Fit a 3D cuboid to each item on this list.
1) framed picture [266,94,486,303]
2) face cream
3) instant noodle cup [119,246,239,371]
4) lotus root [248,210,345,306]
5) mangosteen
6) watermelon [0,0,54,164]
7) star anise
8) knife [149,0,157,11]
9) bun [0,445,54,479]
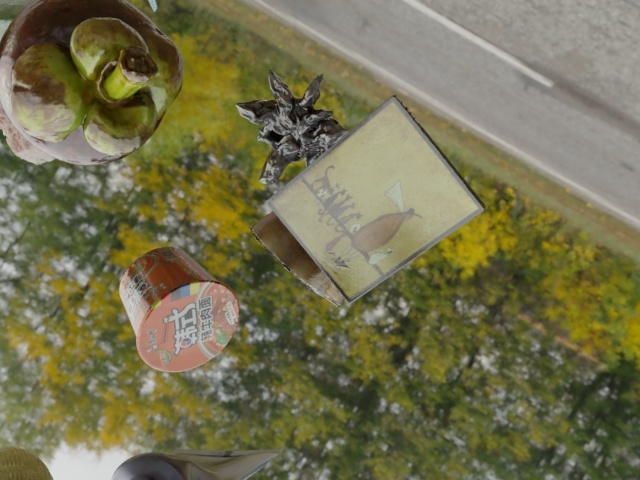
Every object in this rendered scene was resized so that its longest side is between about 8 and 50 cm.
[{"bbox_3d":[0.091,-0.064,1.538,0.255,0.338,0.014,51,-149,-4],"label":"framed picture"},{"bbox_3d":[-0.240,0.420,1.539,0.234,0.137,0.420,-6,178,15],"label":"face cream"},{"bbox_3d":[-0.334,0.144,1.948,0.250,0.250,0.192,29,-168,-45],"label":"instant noodle cup"},{"bbox_3d":[0.000,0.000,1.810,0.272,0.192,0.272,49,-177,-3],"label":"lotus root"},{"bbox_3d":[-0.180,-0.124,0.705,0.181,0.156,0.146,31,155,33],"label":"mangosteen"},{"bbox_3d":[-0.401,-0.217,1.227,0.192,0.257,0.140,-1,-150,1],"label":"watermelon"},{"bbox_3d":[-0.043,-0.225,1.726,0.129,0.212,0.283,-85,-20,-51],"label":"star anise"},{"bbox_3d":[-0.291,-0.425,1.432,0.014,0.005,0.091,-5,135,9],"label":"knife"},{"bbox_3d":[-0.752,0.611,2.029,0.220,0.134,0.220,28,-140,-27],"label":"bun"}]
